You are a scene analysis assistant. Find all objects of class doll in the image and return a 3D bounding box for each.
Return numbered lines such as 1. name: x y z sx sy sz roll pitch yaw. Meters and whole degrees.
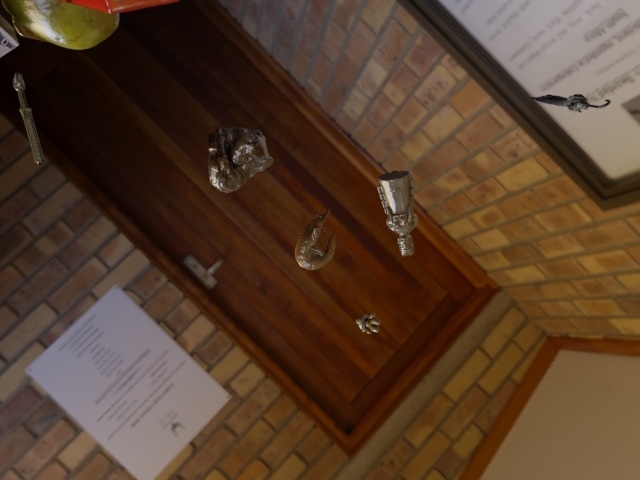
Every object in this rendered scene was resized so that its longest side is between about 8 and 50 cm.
1. doll: 0.145 0.240 1.734 0.093 0.051 0.062 7 -101 44

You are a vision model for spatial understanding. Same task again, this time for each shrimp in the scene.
1. shrimp: -0.001 -0.001 1.503 0.163 0.095 0.045 -60 162 0

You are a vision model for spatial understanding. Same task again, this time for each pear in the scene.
1. pear: -0.793 -0.732 1.806 0.287 0.375 0.288 -21 -114 58

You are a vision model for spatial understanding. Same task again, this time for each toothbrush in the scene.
1. toothbrush: -0.701 -0.294 1.433 0.026 0.294 0.028 -8 152 -34

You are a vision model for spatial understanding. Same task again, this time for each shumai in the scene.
1. shumai: -0.229 -0.233 1.718 0.185 0.184 0.218 -2 -168 -9

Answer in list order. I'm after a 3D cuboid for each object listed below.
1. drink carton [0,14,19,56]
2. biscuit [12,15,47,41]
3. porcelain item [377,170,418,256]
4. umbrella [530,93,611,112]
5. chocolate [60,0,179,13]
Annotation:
1. drink carton: -0.987 -0.616 1.685 0.134 0.102 0.222 -34 148 1
2. biscuit: -0.874 -0.708 1.957 0.247 0.029 0.119 0 112 -39
3. porcelain item: 0.189 -0.055 1.407 0.084 0.213 0.054 -6 -155 14
4. umbrella: 0.509 -0.293 1.264 0.044 0.044 0.269 -35 -160 -3
5. chocolate: -0.465 -0.624 1.123 0.161 0.341 0.360 -42 140 -31
